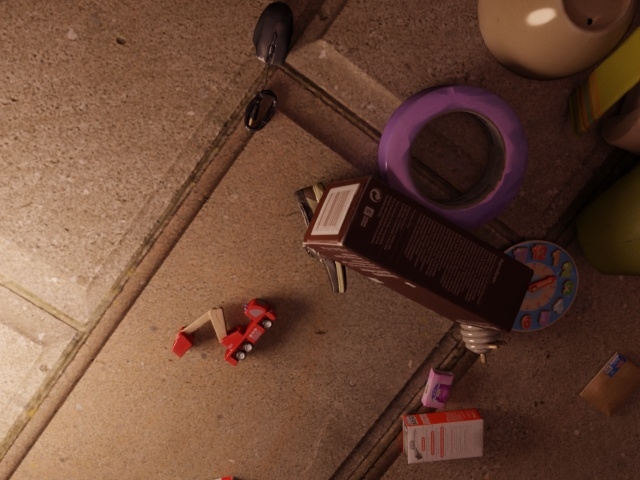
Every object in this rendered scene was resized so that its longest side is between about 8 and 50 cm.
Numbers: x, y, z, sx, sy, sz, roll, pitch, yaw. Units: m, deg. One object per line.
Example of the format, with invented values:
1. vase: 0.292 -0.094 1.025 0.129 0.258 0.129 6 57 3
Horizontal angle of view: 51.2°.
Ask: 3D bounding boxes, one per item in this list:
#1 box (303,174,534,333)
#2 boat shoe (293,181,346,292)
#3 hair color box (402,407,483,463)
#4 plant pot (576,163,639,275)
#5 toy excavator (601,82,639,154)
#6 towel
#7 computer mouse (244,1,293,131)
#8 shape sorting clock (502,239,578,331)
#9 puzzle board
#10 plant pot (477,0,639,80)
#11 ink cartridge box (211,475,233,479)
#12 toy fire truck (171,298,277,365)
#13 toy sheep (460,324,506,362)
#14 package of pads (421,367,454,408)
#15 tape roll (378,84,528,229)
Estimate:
1. box: 0.178 0.030 1.239 0.381 0.191 0.143 26 81 -20
2. boat shoe: 0.000 0.000 1.317 0.073 0.080 0.223 -12 100 4
3. hair color box: 0.266 0.425 1.456 0.167 0.053 0.093 -4 105 -6
4. plant pot: 0.648 -0.044 1.254 0.293 0.275 0.275 -26 109 43
5. toy excavator: 0.694 -0.426 1.218 0.222 0.445 0.433 18 60 -8
6. towel: 0.528 -0.286 1.209 0.021 0.237 0.102 10 64 -12
7. computer mouse: -0.100 -0.320 1.244 0.071 0.041 0.242 10 103 -9
8. shape sorting clock: 0.440 0.097 1.398 0.206 0.040 0.206 -1 104 -5
9. puzzle board: 0.652 0.320 1.489 0.096 0.011 0.128 36 97 -11
10. plant pot: 0.448 -0.431 1.193 0.284 0.191 0.284 -1 103 -5
11. ink cartridge box: -0.243 0.597 1.436 0.231 0.078 0.134 -12 105 -2
12. toy fire truck: -0.194 0.180 1.354 0.135 0.047 0.192 38 97 -12
13. toy sheep: 0.334 0.190 1.387 0.091 0.091 0.132 -5 92 -4
14. package of pads: 0.253 0.318 1.439 0.050 0.032 0.083 12 102 -7
15. tape roll: 0.254 -0.161 1.292 0.275 0.090 0.274 -1 104 -6
